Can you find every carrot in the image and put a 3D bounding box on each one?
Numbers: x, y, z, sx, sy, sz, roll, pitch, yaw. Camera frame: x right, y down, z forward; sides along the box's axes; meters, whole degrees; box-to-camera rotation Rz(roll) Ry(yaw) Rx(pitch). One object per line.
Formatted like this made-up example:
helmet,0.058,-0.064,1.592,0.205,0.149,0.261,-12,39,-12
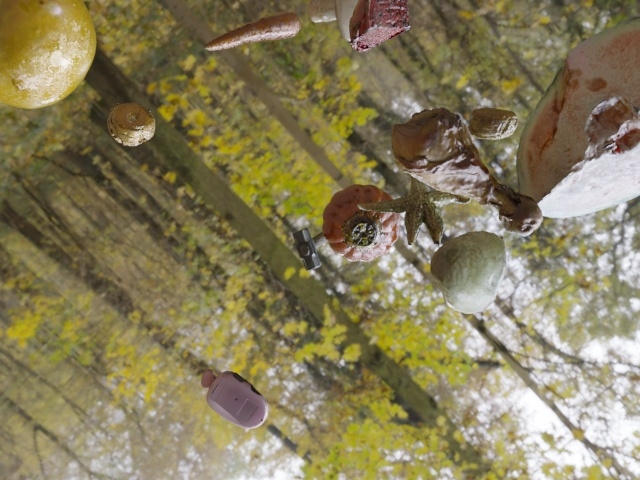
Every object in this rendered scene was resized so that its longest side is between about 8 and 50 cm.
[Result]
carrot,-0.120,-0.370,1.282,0.216,0.048,0.048,-26,-176,-35

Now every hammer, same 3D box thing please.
hammer,0.000,0.000,2.081,0.043,0.111,0.365,-20,-176,16

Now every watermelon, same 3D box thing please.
watermelon,0.442,-0.182,1.079,0.322,0.188,0.175,-41,-132,30

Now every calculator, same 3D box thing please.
calculator,-0.188,0.339,1.544,0.103,0.165,0.024,-57,176,16

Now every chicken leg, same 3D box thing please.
chicken leg,0.204,-0.091,0.998,0.107,0.251,0.087,-53,-170,-6

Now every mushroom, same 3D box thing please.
mushroom,0.081,-0.664,1.994,0.206,0.209,0.206,-50,163,-21
mushroom,0.409,0.098,2.070,0.267,0.163,0.190,132,-39,-55

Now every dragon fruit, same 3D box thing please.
dragon fruit,0.101,-0.475,1.522,0.120,0.127,0.161,-6,173,-34

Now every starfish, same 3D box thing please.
starfish,0.178,-0.066,1.350,0.216,0.050,0.224,-7,-143,4

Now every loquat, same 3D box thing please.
loquat,-0.686,-0.461,1.625,0.328,0.328,0.359,-36,177,22

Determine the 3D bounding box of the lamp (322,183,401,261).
lamp,0.114,-0.047,1.993,0.223,0.223,0.196,-39,-163,13

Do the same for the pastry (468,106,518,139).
pastry,0.365,-0.250,1.523,0.097,0.057,0.109,-16,-151,-30

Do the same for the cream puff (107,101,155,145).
cream puff,-0.519,-0.314,1.967,0.104,0.133,0.120,94,12,-62
